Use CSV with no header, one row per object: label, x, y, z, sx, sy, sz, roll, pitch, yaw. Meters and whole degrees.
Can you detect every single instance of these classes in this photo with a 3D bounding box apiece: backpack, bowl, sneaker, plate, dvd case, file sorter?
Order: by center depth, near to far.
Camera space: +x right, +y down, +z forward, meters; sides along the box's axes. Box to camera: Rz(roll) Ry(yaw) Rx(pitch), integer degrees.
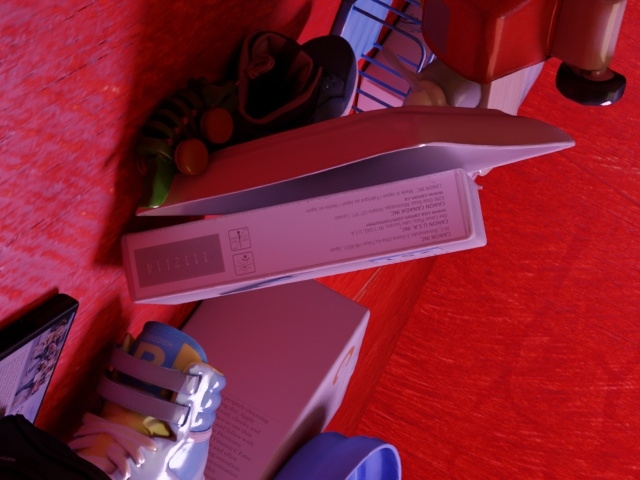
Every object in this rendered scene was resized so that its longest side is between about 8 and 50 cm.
dvd case,-0.271,0.152,1.179,0.180,0.022,0.253,-66,169,22
backpack,-0.213,0.203,1.190,0.098,0.120,0.101,-47,162,-60
plate,0.031,-0.068,1.312,0.278,0.277,0.045,-4,83,-55
sneaker,-0.194,0.183,1.417,0.319,0.127,0.208,-29,137,-65
sneaker,-0.019,-0.149,1.445,0.226,0.086,0.163,-53,170,-35
file sorter,0.082,-0.216,1.731,0.170,0.104,0.118,-48,164,-55
bowl,-0.029,0.393,1.768,0.391,0.077,0.391,-54,157,-36

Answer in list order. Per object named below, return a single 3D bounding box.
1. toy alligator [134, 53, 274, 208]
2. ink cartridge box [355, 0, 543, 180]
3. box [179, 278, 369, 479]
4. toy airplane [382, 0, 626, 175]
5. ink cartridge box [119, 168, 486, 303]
toy alligator,-0.100,-0.104,1.269,0.190,0.056,0.051,-55,128,-32
ink cartridge box,0.169,-0.211,2.002,0.233,0.168,0.171,-57,169,-23
box,-0.110,0.213,1.748,0.345,0.168,0.215,-54,168,-35
toy airplane,0.171,-0.283,1.449,0.384,0.272,0.386,55,48,-75
ink cartridge box,0.000,0.000,1.426,0.261,0.296,0.066,8,71,-79
